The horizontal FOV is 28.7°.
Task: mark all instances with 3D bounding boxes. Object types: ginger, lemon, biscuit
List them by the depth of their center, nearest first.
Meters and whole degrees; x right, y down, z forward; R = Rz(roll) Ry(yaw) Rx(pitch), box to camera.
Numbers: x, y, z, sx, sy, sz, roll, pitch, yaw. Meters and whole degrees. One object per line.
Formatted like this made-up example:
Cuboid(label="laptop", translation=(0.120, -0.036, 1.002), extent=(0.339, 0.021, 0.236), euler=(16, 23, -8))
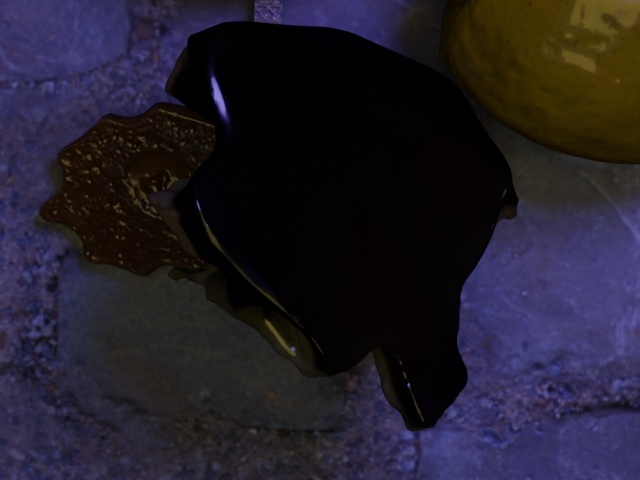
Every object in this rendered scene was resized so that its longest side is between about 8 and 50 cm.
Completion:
Cuboid(label="lemon", translation=(0.269, -0.204, 1.155), extent=(0.316, 0.285, 0.285), euler=(12, 103, 20))
Cuboid(label="ginger", translation=(0.000, 0.000, 1.182), extent=(0.413, 0.211, 0.358), euler=(25, 59, -28))
Cuboid(label="biscuit", translation=(-0.186, -0.048, 1.295), extent=(0.215, 0.034, 0.182), euler=(-8, 107, 8))

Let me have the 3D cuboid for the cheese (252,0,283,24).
Cuboid(label="cheese", translation=(-0.054, -0.199, 1.269), extent=(0.097, 0.037, 0.192), euler=(2, 101, -2))
